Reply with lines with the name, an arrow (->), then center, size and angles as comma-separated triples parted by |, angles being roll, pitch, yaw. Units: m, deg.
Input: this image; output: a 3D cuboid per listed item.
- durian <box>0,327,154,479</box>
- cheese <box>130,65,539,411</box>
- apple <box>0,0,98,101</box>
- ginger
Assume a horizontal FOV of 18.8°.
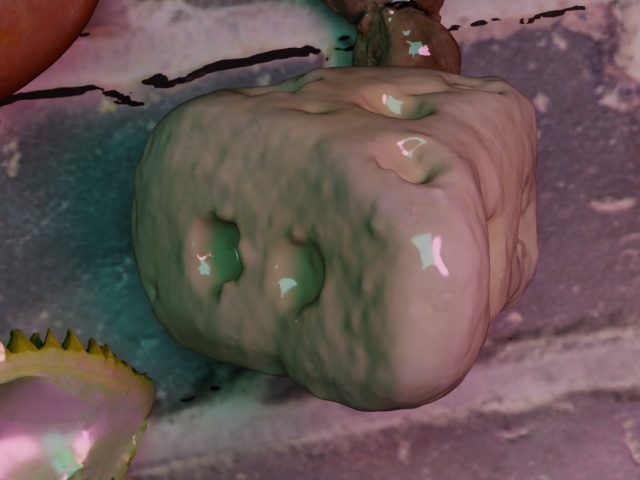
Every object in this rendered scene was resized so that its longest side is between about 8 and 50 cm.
durian -> -0.239, 0.192, 1.139 | 0.169, 0.158, 0.352 | 33, 77, -3
cheese -> -0.001, -0.002, 1.134 | 0.247, 0.251, 0.174 | 0, 113, 9
apple -> -0.247, -0.189, 1.180 | 0.253, 0.253, 0.254 | 0, 80, -2
ginger -> 0.043, -0.177, 1.248 | 0.104, 0.080, 0.204 | -1, 77, -27
